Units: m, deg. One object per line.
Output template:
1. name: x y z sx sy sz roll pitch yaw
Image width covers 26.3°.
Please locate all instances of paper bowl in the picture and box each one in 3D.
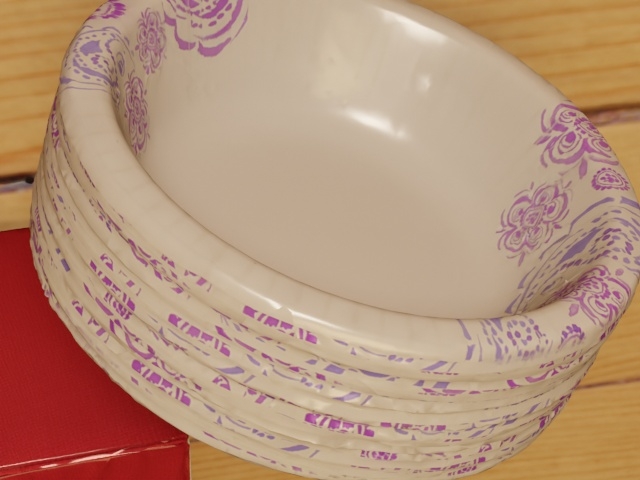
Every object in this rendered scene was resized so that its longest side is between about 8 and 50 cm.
1. paper bowl: 0.000 0.000 0.672 0.284 0.284 0.148 8 130 -20

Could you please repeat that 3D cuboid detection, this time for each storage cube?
1. storage cube: -0.183 0.122 0.799 0.193 0.215 0.184 -9 133 -13
